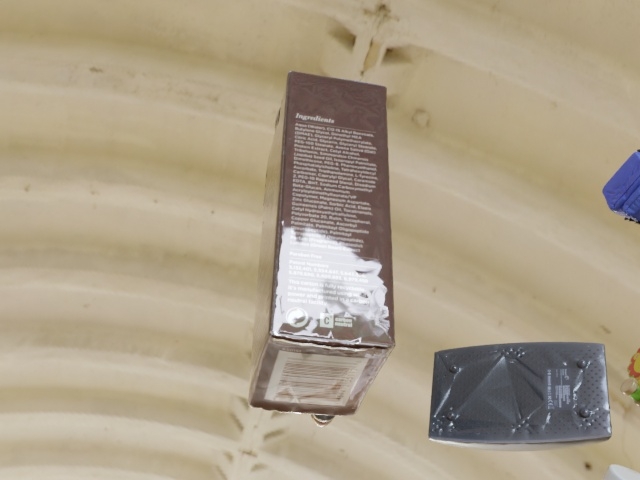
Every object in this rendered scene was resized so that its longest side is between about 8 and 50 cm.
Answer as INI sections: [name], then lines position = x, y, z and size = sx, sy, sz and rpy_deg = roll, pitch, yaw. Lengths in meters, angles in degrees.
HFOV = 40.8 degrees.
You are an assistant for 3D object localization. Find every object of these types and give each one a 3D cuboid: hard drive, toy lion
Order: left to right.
[hard drive]
position = 0.292, 0.232, 1.269
size = 0.255, 0.172, 0.054
rpy_deg = -5, -44, 18
[toy lion]
position = 0.413, 0.152, 1.052
size = 0.034, 0.096, 0.100
rpy_deg = 39, -34, -6

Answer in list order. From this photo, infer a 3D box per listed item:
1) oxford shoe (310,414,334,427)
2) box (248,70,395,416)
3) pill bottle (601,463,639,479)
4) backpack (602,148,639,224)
[oxford shoe]
position = 0.000, 0.270, 1.717
size = 0.076, 0.212, 0.076
rpy_deg = 8, -34, -4
[box]
position = 0.000, 0.000, 1.047
size = 0.143, 0.381, 0.191
rpy_deg = 6, -35, -9
[pill bottle]
position = 0.426, 0.487, 1.272
size = 0.162, 0.162, 0.278
rpy_deg = 25, -84, -5
[backpack]
position = 0.513, -0.060, 1.326
size = 0.120, 0.101, 0.098
rpy_deg = 24, -53, -18
